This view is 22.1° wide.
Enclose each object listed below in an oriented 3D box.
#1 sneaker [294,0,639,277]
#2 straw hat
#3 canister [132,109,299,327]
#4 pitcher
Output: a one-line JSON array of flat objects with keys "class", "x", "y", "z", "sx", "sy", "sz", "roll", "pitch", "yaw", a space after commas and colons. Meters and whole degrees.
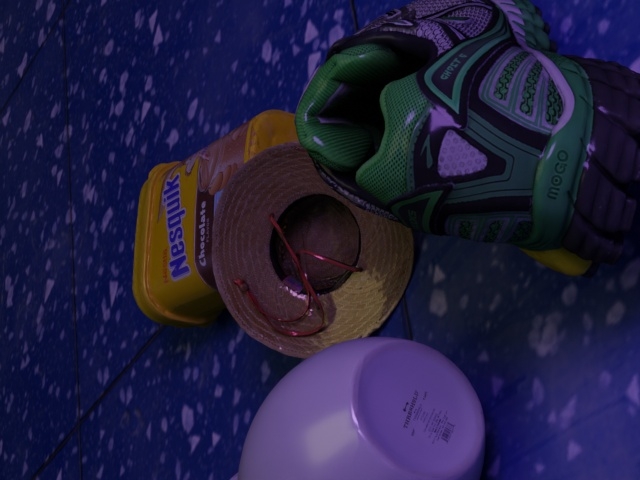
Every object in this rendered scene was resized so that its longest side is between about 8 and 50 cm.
[{"class": "sneaker", "x": 0.055, "y": -0.082, "z": 0.897, "sx": 0.343, "sy": 0.146, "sz": 0.134, "roll": -137, "pitch": 61, "yaw": -74}, {"class": "straw hat", "x": 0.000, "y": 0.000, "z": 1.073, "sx": 0.144, "sy": 0.144, "sz": 0.061, "roll": -66, "pitch": -11, "yaw": 19}, {"class": "canister", "x": -0.067, "y": -0.015, "z": 1.197, "sx": 0.170, "sy": 0.073, "sz": 0.126, "roll": -25, "pitch": 57, "yaw": 54}, {"class": "pitcher", "x": 0.013, "y": 0.121, "z": 0.960, "sx": 0.207, "sy": 0.125, "sz": 0.178, "roll": -49, "pitch": 17, "yaw": 48}]
